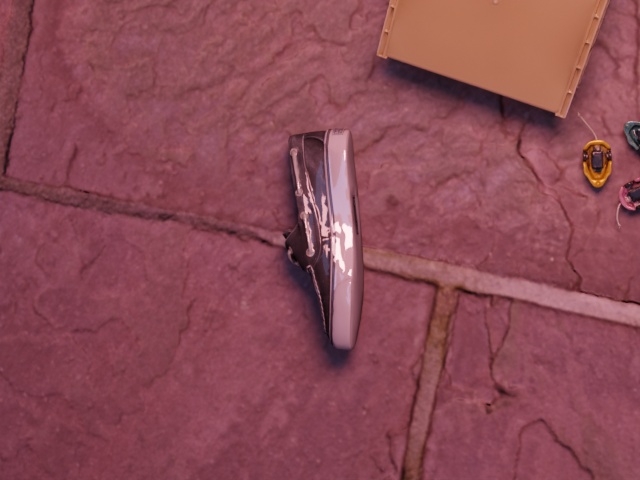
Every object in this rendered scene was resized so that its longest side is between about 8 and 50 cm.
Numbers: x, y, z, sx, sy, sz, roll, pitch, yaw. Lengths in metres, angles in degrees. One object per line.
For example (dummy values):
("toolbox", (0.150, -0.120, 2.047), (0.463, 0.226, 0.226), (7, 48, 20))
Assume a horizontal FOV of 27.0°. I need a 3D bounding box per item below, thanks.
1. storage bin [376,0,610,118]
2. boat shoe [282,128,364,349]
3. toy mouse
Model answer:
("storage bin", (0.232, -0.323, 1.684), (0.262, 0.123, 0.260), (20, 126, 9))
("boat shoe", (0.000, 0.000, 1.817), (0.102, 0.108, 0.301), (-4, 91, 10))
("toy mouse", (0.421, -0.100, 1.769), (0.143, 0.031, 0.161), (-7, 94, 11))
